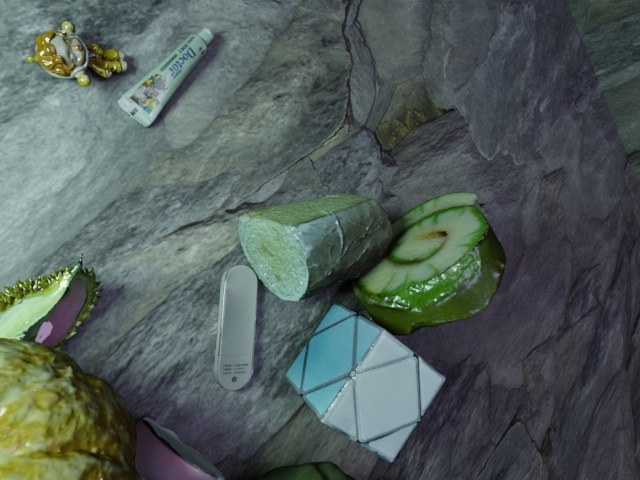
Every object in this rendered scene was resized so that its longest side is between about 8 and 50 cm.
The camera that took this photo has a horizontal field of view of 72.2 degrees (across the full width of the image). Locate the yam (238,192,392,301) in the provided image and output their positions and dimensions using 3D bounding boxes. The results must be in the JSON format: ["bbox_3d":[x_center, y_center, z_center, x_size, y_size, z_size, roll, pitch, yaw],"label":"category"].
[{"bbox_3d":[0.003,0.005,0.923,0.271,0.202,0.201,-28,122,-36],"label":"yam"}]

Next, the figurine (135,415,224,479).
[{"bbox_3d":[-0.261,0.461,0.619,0.284,0.206,0.315,28,69,15],"label":"figurine"}]

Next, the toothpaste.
[{"bbox_3d":[-0.284,-0.327,0.849,0.067,0.037,0.255,42,66,-24],"label":"toothpaste"}]

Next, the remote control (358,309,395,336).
[{"bbox_3d":[0.159,0.201,1.095,0.309,0.038,0.090,-10,89,-36],"label":"remote control"}]

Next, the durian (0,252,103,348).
[{"bbox_3d":[-0.430,0.110,0.647,0.095,0.137,0.221,40,66,12],"label":"durian"}]

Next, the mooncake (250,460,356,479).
[{"bbox_3d":[-0.025,0.580,0.754,0.356,0.194,0.356,36,43,-42],"label":"mooncake"}]

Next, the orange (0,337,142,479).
[{"bbox_3d":[-0.320,0.292,0.501,0.210,0.271,0.368,1,43,-32],"label":"orange"}]

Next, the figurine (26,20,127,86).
[{"bbox_3d":[-0.407,-0.315,0.743,0.101,0.068,0.143,58,44,-20],"label":"figurine"}]

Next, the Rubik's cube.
[{"bbox_3d":[0.086,0.281,0.901,0.207,0.205,0.205,42,80,-25],"label":"Rubik's cube"}]

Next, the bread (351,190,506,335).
[{"bbox_3d":[0.249,0.041,0.976,0.382,0.366,0.129,-44,108,-18],"label":"bread"}]

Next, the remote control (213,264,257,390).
[{"bbox_3d":[-0.167,0.171,0.874,0.077,0.022,0.245,8,80,-33],"label":"remote control"}]
